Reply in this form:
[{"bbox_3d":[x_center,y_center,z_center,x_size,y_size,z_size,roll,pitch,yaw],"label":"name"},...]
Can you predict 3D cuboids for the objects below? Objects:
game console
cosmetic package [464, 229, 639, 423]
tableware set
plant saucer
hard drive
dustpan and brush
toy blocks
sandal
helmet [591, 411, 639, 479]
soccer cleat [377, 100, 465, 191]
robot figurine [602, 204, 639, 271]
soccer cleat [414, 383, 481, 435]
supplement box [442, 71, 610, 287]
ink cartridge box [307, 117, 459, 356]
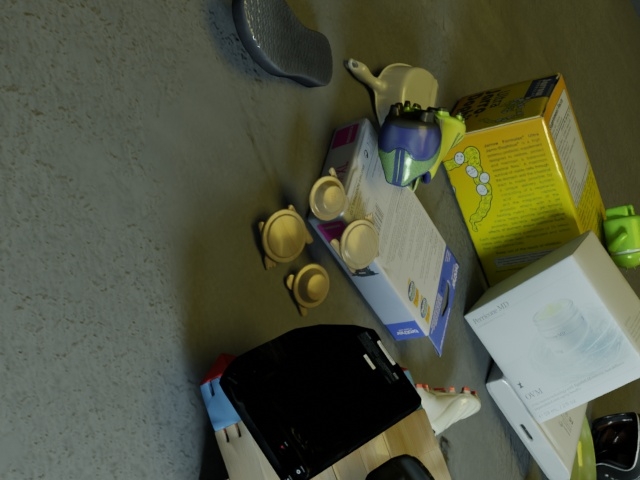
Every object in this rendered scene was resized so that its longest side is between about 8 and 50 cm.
[{"bbox_3d":[0.064,0.240,1.018,0.213,0.044,0.361,-18,69,-52],"label":"game console"},{"bbox_3d":[0.401,0.142,1.705,0.224,0.224,0.138,56,35,1],"label":"cosmetic package"},{"bbox_3d":[0.000,0.000,1.269,0.169,0.020,0.141,-40,117,-27],"label":"tableware set"},{"bbox_3d":[0.473,0.407,1.990,0.241,0.037,0.241,29,55,-52],"label":"plant saucer"},{"bbox_3d":[0.413,0.235,1.901,0.233,0.047,0.353,54,36,-15],"label":"hard drive"},{"bbox_3d":[0.107,-0.223,1.576,0.211,0.060,0.147,38,61,-58],"label":"dustpan and brush"},{"bbox_3d":[0.005,0.234,1.122,0.381,0.191,0.261,-5,71,-51],"label":"toy blocks"},{"bbox_3d":[-0.054,-0.243,1.305,0.254,0.054,0.097,23,67,-67],"label":"sandal"},{"bbox_3d":[0.653,0.439,2.166,0.169,0.161,0.169,30,54,-53],"label":"helmet"},{"bbox_3d":[0.140,-0.133,1.476,0.289,0.093,0.121,-23,124,-71],"label":"soccer cleat"},{"bbox_3d":[0.533,-0.004,1.818,0.101,0.067,0.115,-7,86,-51],"label":"robot figurine"},{"bbox_3d":[0.167,0.247,1.492,0.196,0.068,0.076,14,73,-51],"label":"soccer cleat"},{"bbox_3d":[0.367,-0.080,1.825,0.356,0.195,0.194,66,31,-21],"label":"supplement box"},{"bbox_3d":[0.097,0.005,1.456,0.311,0.065,0.186,52,38,-34],"label":"ink cartridge box"}]
